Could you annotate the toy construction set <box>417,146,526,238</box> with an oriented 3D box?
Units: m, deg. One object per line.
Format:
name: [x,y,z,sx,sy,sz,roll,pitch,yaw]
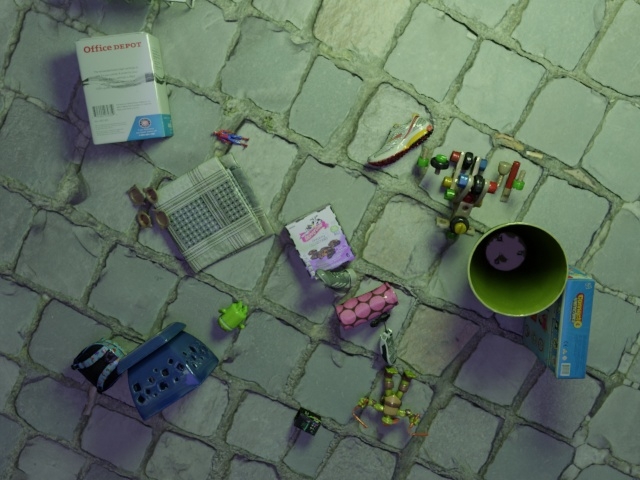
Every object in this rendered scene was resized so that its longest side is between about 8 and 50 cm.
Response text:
toy construction set: [0.475,-0.134,1.829,0.309,0.257,0.237,-2,121,-21]

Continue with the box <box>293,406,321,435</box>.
box: [-0.045,0.631,2.038,0.083,0.062,0.052,28,99,-5]

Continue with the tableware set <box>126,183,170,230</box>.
tableware set: [-0.557,-0.106,1.887,0.141,0.020,0.169,-7,109,33]

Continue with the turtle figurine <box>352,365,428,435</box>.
turtle figurine: [0.260,0.554,2.008,0.269,0.087,0.217,16,94,6]

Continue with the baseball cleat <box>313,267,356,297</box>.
baseball cleat: [0.052,0.117,1.886,0.109,0.206,0.072,-41,61,1]

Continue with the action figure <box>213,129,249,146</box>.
action figure: [-0.287,-0.329,1.865,0.115,0.030,0.038,17,106,-1]

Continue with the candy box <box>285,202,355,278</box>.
candy box: [0.000,0.000,1.905,0.165,0.070,0.196,-25,101,6]

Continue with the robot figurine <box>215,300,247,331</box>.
robot figurine: [-0.296,0.258,1.963,0.115,0.067,0.101,-43,110,9]

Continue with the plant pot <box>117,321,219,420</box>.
plant pot: [-0.508,0.411,1.921,0.236,0.236,0.212,-35,92,7]

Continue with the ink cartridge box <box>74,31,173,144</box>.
ink cartridge box: [-0.594,-0.460,1.789,0.223,0.129,0.307,-6,101,2]

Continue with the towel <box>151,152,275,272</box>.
towel: [-0.352,-0.088,1.900,0.324,0.056,0.312,-27,100,5]

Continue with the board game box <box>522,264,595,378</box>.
board game box: [0.734,0.228,1.826,0.086,0.302,0.308,0,102,0]

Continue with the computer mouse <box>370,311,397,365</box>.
computer mouse: [0.214,0.335,1.969,0.042,0.106,0.193,-1,111,33]

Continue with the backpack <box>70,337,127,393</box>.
backpack: [-0.717,0.399,1.950,0.158,0.117,0.173,45,117,-5]

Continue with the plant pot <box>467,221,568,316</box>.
plant pot: [0.580,0.060,1.788,0.274,0.293,0.275,2,100,10]

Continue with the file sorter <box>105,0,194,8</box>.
file sorter: [-0.510,-0.789,1.699,0.277,0.173,0.193,4,101,-1]

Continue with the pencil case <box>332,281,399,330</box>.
pencil case: [0.151,0.213,1.938,0.209,0.098,0.095,-24,116,2]

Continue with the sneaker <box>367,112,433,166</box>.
sneaker: [0.242,-0.313,1.843,0.225,0.088,0.093,-35,79,7]
